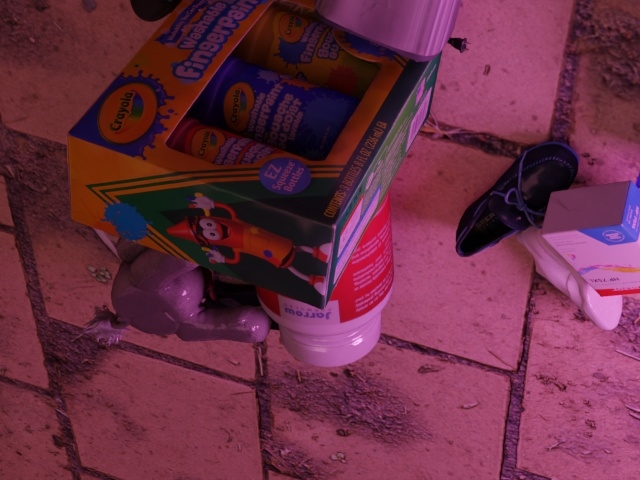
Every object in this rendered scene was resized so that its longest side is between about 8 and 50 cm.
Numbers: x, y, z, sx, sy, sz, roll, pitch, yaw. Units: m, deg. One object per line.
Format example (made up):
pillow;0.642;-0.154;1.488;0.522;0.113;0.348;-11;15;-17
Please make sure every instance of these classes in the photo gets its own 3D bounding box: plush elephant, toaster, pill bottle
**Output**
plush elephant;-0.243;0.033;2.261;0.330;0.255;0.272;-19;129;32
toaster;0.108;-0.343;1.772;0.227;0.129;0.146;24;136;8
pill bottle;0.000;0.000;2.087;0.229;0.229;0.408;11;135;19

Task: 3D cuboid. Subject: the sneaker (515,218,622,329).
sneaker;0.384;0.053;2.053;0.212;0.080;0.094;53;145;-14

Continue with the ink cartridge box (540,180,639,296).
ink cartridge box;0.438;0.012;1.918;0.134;0.078;0.231;-8;143;41

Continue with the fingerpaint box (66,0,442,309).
fingerpaint box;-0.078;-0.161;1.813;0.371;0.445;0.163;19;135;12

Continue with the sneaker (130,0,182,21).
sneaker;-0.227;-0.403;1.916;0.101;0.106;0.267;33;139;-5

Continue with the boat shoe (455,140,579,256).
boat shoe;0.296;-0.046;1.982;0.109;0.089;0.258;33;138;-4

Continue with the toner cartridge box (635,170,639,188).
toner cartridge box;0.522;-0.166;1.693;0.165;0.075;0.348;18;151;11

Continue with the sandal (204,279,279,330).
sandal;-0.159;0.123;2.423;0.254;0.054;0.097;9;134;21
